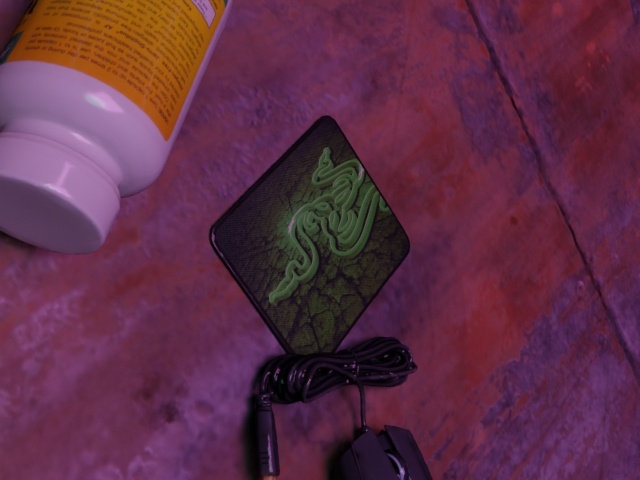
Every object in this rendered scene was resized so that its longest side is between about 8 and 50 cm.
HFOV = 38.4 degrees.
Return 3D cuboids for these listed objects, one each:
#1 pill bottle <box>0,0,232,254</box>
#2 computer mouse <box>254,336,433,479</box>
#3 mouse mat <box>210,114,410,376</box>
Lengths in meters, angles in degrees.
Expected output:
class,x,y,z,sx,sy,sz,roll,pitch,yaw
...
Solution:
class,x,y,z,sx,sy,sz,roll,pitch,yaw
pill bottle,-0.140,-0.101,0.579,0.118,0.118,0.208,37,57,-32
computer mouse,0.034,0.203,0.708,0.184,0.060,0.261,6,77,-45
mouse mat,0.000,0.000,0.769,0.152,0.007,0.189,56,47,-18
